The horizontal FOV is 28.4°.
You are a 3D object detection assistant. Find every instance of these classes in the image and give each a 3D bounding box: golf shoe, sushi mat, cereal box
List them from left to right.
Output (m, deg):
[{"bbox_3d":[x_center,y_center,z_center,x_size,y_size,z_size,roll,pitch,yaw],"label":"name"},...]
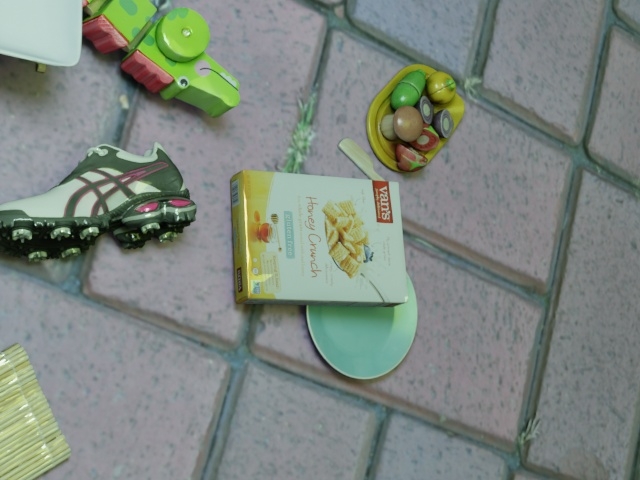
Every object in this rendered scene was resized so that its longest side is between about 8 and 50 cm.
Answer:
[{"bbox_3d":[-0.436,0.252,1.399,0.316,0.019,0.151,-30,102,-33],"label":"sushi mat"},{"bbox_3d":[-0.282,-0.047,1.505,0.273,0.105,0.120,-8,73,-40],"label":"golf shoe"},{"bbox_3d":[0.000,0.000,1.683,0.240,0.047,0.173,2,76,-27],"label":"cereal box"}]

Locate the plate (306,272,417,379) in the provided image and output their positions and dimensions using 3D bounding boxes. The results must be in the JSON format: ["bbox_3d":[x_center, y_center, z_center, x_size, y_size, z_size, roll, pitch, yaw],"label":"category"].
[{"bbox_3d":[0.054,0.097,1.746,0.188,0.024,0.188,5,81,-33],"label":"plate"}]

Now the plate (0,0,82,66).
[{"bbox_3d":[-0.396,-0.333,1.386,0.277,0.045,0.278,8,71,-28],"label":"plate"}]

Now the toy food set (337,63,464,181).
[{"bbox_3d":[0.139,-0.167,1.805,0.128,0.071,0.218,50,61,-19],"label":"toy food set"}]

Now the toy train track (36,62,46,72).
[{"bbox_3d":[-0.334,-0.245,1.528,0.048,0.014,0.083,6,81,-33],"label":"toy train track"}]

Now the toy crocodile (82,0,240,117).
[{"bbox_3d":[-0.239,-0.264,1.536,0.340,0.115,0.105,42,65,-21],"label":"toy crocodile"}]
